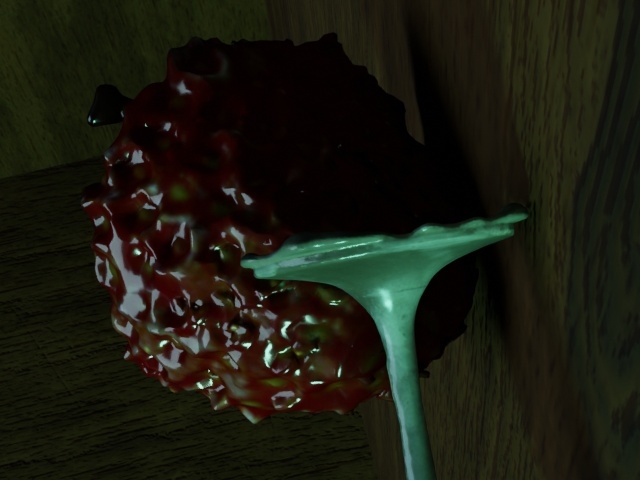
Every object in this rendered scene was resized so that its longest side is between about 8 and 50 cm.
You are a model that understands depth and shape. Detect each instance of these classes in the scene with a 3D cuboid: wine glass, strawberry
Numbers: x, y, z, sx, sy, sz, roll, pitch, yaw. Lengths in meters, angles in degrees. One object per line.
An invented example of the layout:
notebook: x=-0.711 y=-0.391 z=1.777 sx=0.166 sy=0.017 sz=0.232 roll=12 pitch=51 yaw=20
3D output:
wine glass: x=0.044 y=0.108 z=0.536 sx=0.156 sy=0.156 sz=0.232 roll=123 pitch=138 yaw=-86
strawberry: x=0.000 y=0.000 z=0.687 sx=0.178 sy=0.234 sz=0.234 roll=22 pitch=130 yaw=55
